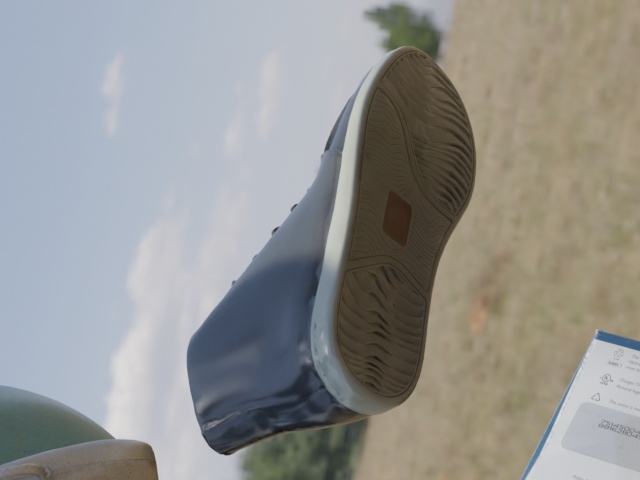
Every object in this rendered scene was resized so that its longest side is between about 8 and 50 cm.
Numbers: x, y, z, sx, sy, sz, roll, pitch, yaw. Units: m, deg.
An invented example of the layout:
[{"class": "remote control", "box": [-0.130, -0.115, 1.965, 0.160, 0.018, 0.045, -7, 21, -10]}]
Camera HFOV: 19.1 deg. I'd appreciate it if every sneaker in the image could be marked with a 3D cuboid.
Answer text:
[{"class": "sneaker", "box": [0.000, 0.000, 0.949, 0.118, 0.083, 0.222, -24, 35, 40]}]

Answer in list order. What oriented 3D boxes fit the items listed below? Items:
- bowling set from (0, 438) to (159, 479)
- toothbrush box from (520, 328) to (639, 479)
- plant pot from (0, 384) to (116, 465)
[{"class": "bowling set", "box": [-0.148, 0.227, 0.921, 0.287, 0.154, 0.200, 103, 156, -61]}, {"class": "toothbrush box", "box": [0.271, 0.199, 1.109, 0.126, 0.216, 0.295, -59, -41, -21]}, {"class": "plant pot", "box": [-0.307, 0.232, 1.545, 0.195, 0.290, 0.290, 53, -137, -56]}]
